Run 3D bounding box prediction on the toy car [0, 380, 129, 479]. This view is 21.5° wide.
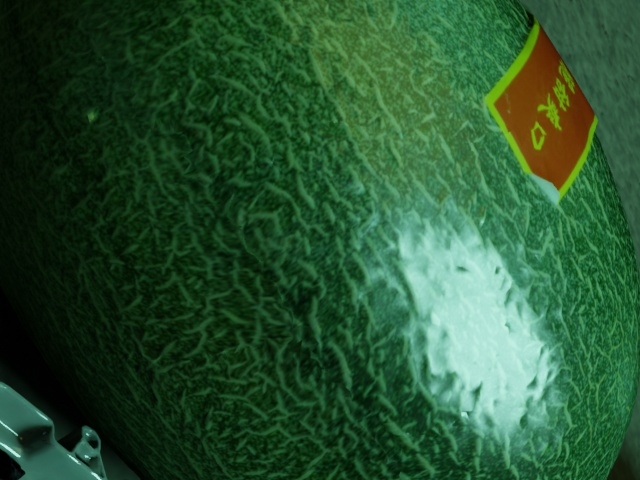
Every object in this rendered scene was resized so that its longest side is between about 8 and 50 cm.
[{"bbox_3d":[-0.089,0.132,0.425,0.097,0.100,0.191,44,24,-32],"label":"toy car"}]

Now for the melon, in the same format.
[{"bbox_3d":[0.000,0.000,0.520,0.288,0.182,0.182,60,37,-22],"label":"melon"}]
